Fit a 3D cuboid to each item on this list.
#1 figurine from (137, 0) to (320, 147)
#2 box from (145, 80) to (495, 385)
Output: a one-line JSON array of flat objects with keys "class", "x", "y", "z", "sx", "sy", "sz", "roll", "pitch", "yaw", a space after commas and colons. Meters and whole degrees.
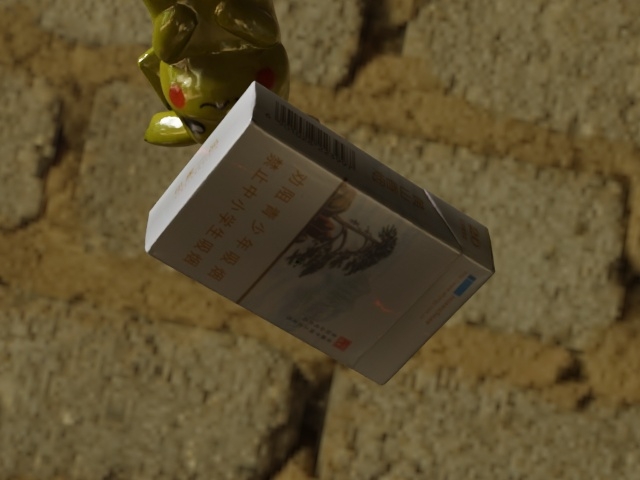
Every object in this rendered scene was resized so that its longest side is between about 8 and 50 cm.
[{"class": "figurine", "x": -0.127, "y": -0.227, "z": 1.805, "sx": 0.218, "sy": 0.326, "sz": 0.169, "roll": -5, "pitch": 24, "yaw": 8}, {"class": "box", "x": 0.001, "y": 0.000, "z": 1.215, "sx": 0.233, "sy": 0.067, "sz": 0.149, "roll": 31, "pitch": -58, "yaw": -20}]
